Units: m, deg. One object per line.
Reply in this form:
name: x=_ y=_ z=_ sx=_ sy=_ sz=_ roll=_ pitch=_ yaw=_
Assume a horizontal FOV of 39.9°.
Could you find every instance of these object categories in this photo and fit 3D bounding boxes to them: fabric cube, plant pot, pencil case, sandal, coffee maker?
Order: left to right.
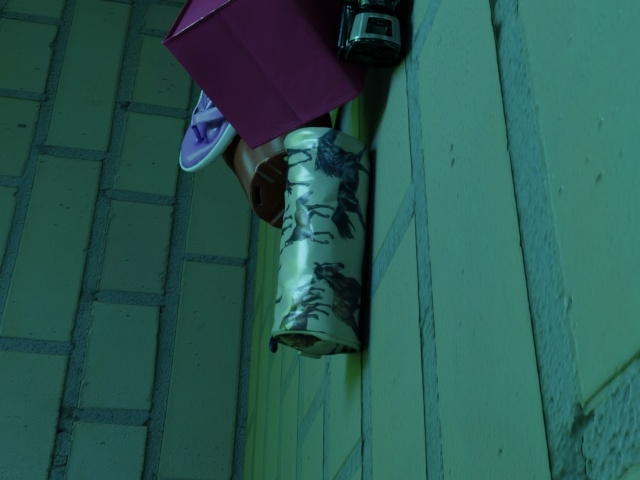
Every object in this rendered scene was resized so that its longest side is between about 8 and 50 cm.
sandal: x=-0.205 y=-0.324 z=1.904 sx=0.416 sy=0.102 sz=0.169 roll=-47 pitch=39 yaw=26
fabric cube: x=-0.082 y=-0.369 z=1.582 sx=0.259 sy=0.258 sz=0.254 roll=-23 pitch=34 yaw=29
plant pot: x=-0.079 y=-0.175 z=1.948 sx=0.265 sy=0.272 sz=0.272 roll=-109 pitch=26 yaw=-54
pencil case: x=0.000 y=0.000 z=1.551 sx=0.183 sy=0.159 sz=0.410 roll=145 pitch=132 yaw=-61
coffee maker: x=0.094 y=-0.378 z=1.449 sx=0.171 sy=0.120 sz=0.178 roll=25 pitch=-108 yaw=-73
